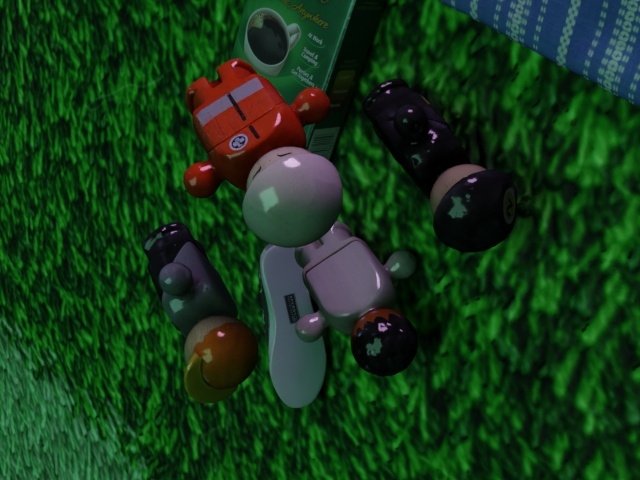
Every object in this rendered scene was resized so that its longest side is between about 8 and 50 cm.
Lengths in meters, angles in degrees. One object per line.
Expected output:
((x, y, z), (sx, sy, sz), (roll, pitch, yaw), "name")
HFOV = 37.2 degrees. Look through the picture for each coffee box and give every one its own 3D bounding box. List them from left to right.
((-0.019, -0.144, 0.751), (0.113, 0.040, 0.184), (39, 124, 34), "coffee box")

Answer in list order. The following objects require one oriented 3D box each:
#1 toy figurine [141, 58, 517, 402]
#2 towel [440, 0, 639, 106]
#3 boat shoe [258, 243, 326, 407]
((0.000, 0.000, 0.636), (0.148, 0.213, 0.209), (57, 133, 40), "toy figurine")
((0.138, -0.211, 0.530), (0.336, 0.040, 0.243), (39, 142, 32), "towel")
((-0.025, 0.069, 0.802), (0.040, 0.049, 0.142), (-154, 57, -77), "boat shoe")
